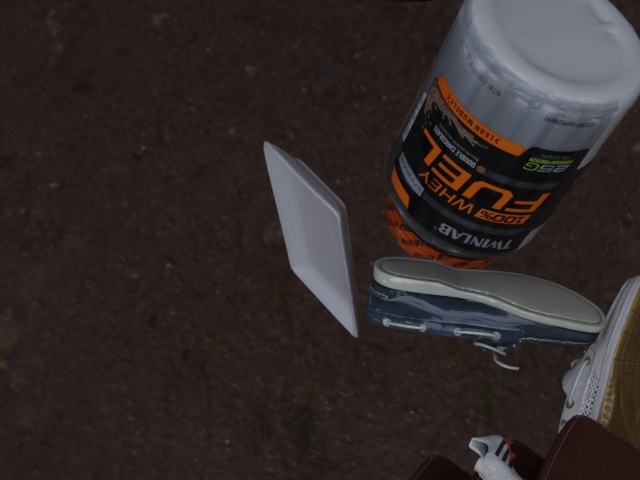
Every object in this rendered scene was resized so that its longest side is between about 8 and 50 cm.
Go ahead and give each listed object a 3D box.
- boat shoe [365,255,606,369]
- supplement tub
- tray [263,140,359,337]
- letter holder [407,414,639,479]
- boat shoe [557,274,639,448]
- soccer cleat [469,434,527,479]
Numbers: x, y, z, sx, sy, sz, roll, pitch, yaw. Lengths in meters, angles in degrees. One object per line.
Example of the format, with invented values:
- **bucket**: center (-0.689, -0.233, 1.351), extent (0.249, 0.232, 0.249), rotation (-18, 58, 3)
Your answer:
- **boat shoe**: center (0.175, 0.081, 1.085), extent (0.254, 0.095, 0.079), rotation (9, 112, -1)
- **supplement tub**: center (0.200, -0.118, 1.141), extent (0.207, 0.338, 0.207), rotation (8, 53, -11)
- **tray**: center (0.000, 0.000, 1.215), extent (0.030, 0.270, 0.145), rotation (-34, 58, -16)
- **letter holder**: center (0.160, 0.269, 0.831), extent (0.214, 0.302, 0.152), rotation (34, 121, 7)
- **boat shoe**: center (0.310, 0.161, 1.113), extent (0.096, 0.098, 0.277), rotation (8, 74, 57)
- **soccer cleat**: center (0.135, 0.178, 0.758), extent (0.035, 0.029, 0.083), rotation (7, 31, -11)
